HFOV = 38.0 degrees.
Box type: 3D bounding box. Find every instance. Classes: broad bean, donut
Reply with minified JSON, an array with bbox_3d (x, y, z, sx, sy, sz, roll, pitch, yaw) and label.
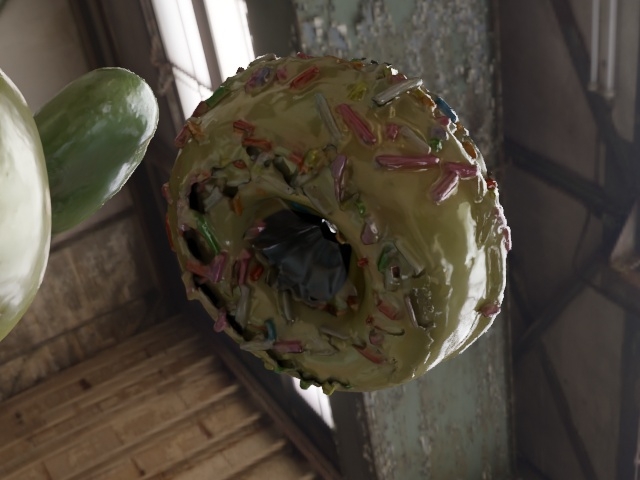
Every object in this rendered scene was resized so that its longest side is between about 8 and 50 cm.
[{"bbox_3d":[-0.261,-0.092,1.004,0.169,0.228,0.100,-24,-105,-43],"label":"broad bean"},{"bbox_3d":[0.000,0.000,0.426,0.175,0.174,0.068,11,-142,27],"label":"donut"}]

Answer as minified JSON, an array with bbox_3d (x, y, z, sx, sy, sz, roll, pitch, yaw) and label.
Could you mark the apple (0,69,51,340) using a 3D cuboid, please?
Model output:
[{"bbox_3d":[-0.319,-0.025,0.666,0.263,0.262,0.262,-7,-144,5],"label":"apple"}]
